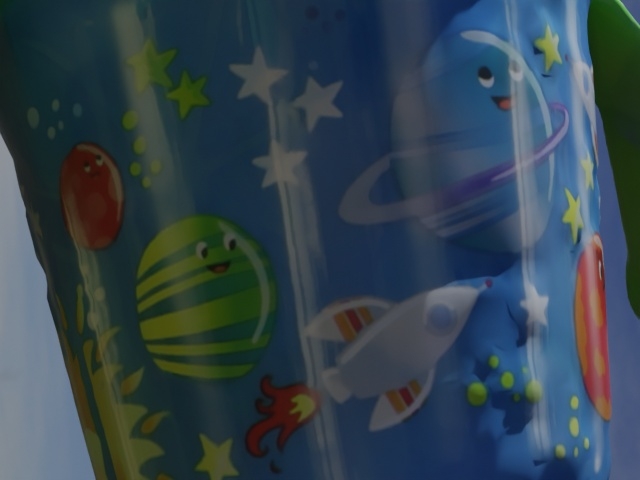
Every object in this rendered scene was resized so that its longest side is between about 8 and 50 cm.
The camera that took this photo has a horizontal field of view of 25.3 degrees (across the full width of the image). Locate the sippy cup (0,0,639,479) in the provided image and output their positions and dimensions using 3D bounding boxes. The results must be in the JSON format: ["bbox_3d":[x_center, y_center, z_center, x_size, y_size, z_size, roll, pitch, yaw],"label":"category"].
[{"bbox_3d":[0.000,0.000,0.499,0.240,0.305,0.224,60,21,-76],"label":"sippy cup"}]
